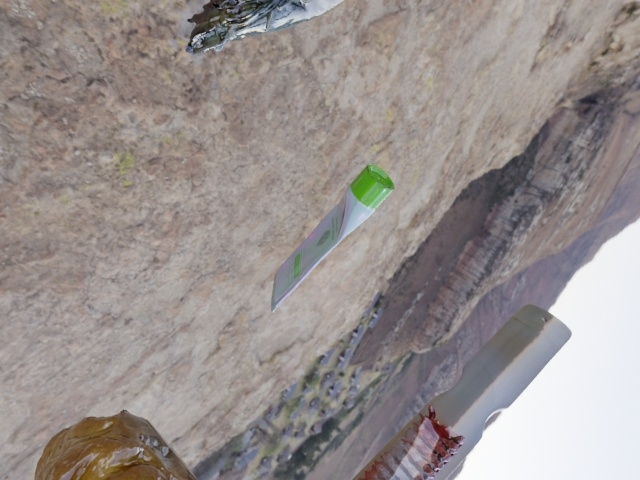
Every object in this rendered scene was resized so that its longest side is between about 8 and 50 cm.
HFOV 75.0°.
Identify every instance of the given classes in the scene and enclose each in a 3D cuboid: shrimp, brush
[{"bbox_3d":[-0.076,-0.330,0.543,0.178,0.289,0.075,13,70,-76],"label":"shrimp"},{"bbox_3d":[0.146,0.171,0.426,0.321,0.060,0.050,-36,144,-20],"label":"brush"}]

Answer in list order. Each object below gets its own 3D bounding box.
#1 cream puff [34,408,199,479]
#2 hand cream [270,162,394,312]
[{"bbox_3d":[-0.245,0.322,0.528,0.155,0.269,0.241,-49,126,-32],"label":"cream puff"},{"bbox_3d":[0.001,0.000,0.621,0.275,0.050,0.079,-47,180,32],"label":"hand cream"}]
